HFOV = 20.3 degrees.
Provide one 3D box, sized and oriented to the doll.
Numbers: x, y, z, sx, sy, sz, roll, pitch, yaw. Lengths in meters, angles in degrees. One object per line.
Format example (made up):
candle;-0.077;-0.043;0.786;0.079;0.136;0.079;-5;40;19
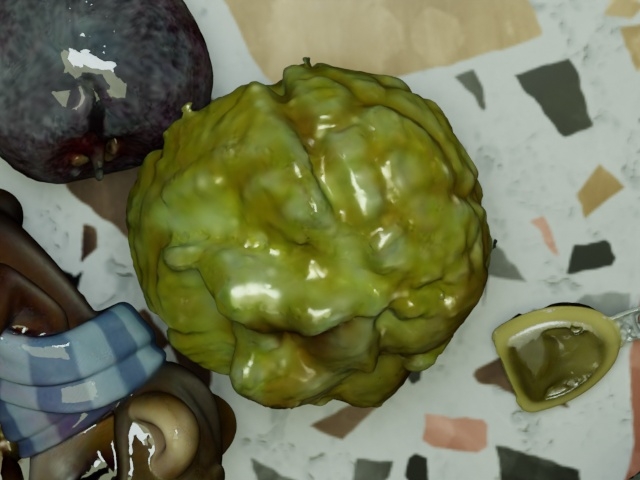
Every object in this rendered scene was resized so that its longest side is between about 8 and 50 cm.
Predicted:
doll;-0.232;0.113;1.391;0.340;0.318;0.209;42;85;-3

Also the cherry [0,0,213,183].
cherry;-0.181;-0.140;1.393;0.195;0.195;0.195;0;101;1

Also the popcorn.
popcorn;-0.001;-0.010;1.363;0.282;0.282;0.247;-36;65;8

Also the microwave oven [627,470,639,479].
microwave oven;0.383;0.350;1.403;0.286;0.218;0.355;-1;103;36

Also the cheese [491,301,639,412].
cheese;0.231;0.083;1.497;0.162;0.036;0.086;-21;101;6
